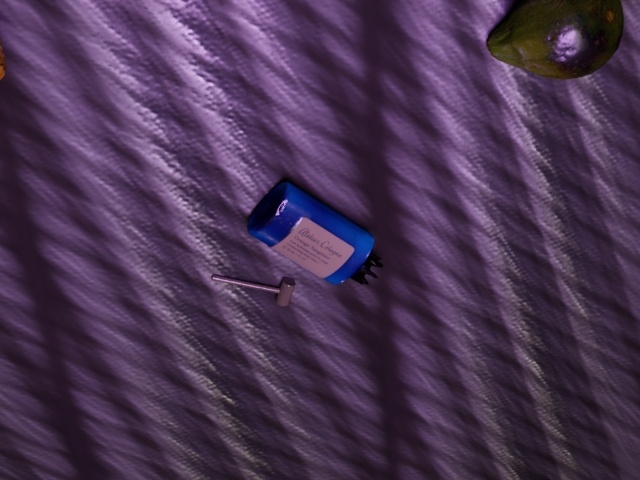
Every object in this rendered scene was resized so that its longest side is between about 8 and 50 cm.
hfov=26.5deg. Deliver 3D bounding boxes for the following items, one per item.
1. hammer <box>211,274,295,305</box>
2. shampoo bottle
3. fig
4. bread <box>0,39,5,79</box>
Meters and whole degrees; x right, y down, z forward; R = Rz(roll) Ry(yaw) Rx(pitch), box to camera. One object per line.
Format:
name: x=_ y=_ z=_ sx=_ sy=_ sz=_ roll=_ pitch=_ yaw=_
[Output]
hammer: x=-0.089 y=0.058 z=1.784 sx=0.110 sy=0.019 sz=0.035 roll=13 pitch=122 yaw=-14
shampoo bottle: x=0.000 y=0.000 z=1.735 sx=0.183 sy=0.050 sz=0.087 roll=32 pitch=111 yaw=-29
fig: x=0.270 y=-0.245 z=1.592 sx=0.156 sy=0.123 sz=0.123 roll=-4 pitch=139 yaw=41
bread: x=-0.445 y=-0.182 z=1.478 sx=0.211 sy=0.114 sz=0.083 roll=-29 pitch=142 yaw=10
